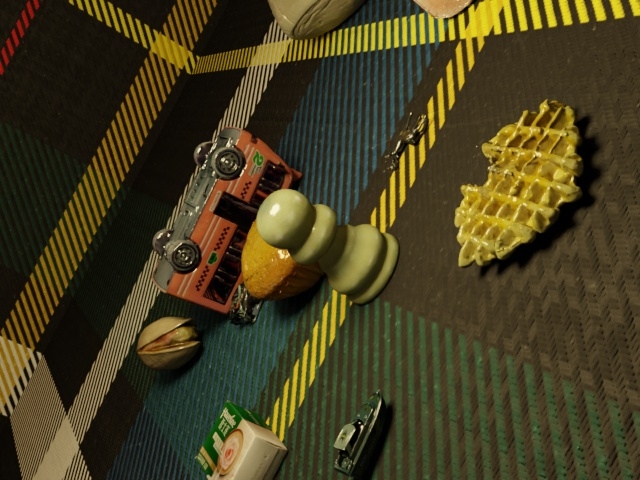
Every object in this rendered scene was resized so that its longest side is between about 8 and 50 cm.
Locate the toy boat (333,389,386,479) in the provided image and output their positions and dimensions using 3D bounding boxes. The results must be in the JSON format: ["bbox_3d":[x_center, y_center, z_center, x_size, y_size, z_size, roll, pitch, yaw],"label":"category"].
[{"bbox_3d":[0.066,0.298,1.401,0.055,0.060,0.141,-4,58,64],"label":"toy boat"}]

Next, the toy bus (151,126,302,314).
[{"bbox_3d":[-0.233,-0.049,2.179,0.427,0.233,0.203,-64,24,0],"label":"toy bus"}]

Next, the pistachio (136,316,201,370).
[{"bbox_3d":[-0.379,0.256,2.245,0.215,0.144,0.144,-31,38,50],"label":"pistachio"}]

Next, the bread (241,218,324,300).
[{"bbox_3d":[-0.072,0.024,1.873,0.240,0.139,0.240,-45,28,33],"label":"bread"}]

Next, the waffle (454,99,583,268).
[{"bbox_3d":[0.293,-0.079,1.357,0.261,0.056,0.250,-35,36,42],"label":"waffle"}]

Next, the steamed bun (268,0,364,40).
[{"bbox_3d":[-0.013,-0.694,2.365,0.383,0.236,0.247,-32,81,50],"label":"steamed bun"}]

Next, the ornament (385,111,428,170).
[{"bbox_3d":[0.167,-0.193,1.771,0.125,0.028,0.073,-58,23,2],"label":"ornament"}]

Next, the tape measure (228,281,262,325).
[{"bbox_3d":[-0.170,0.142,2.049,0.091,0.054,0.094,-20,53,55],"label":"tape measure"}]

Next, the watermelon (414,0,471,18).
[{"bbox_3d":[0.234,-0.632,1.848,0.292,0.222,0.319,-37,40,42],"label":"watermelon"}]

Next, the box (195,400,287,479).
[{"bbox_3d":[-0.151,0.403,1.697,0.135,0.081,0.199,-62,25,-2],"label":"box"}]

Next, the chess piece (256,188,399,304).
[{"bbox_3d":[0.000,0.000,1.613,0.144,0.251,0.144,-44,29,33],"label":"chess piece"}]
